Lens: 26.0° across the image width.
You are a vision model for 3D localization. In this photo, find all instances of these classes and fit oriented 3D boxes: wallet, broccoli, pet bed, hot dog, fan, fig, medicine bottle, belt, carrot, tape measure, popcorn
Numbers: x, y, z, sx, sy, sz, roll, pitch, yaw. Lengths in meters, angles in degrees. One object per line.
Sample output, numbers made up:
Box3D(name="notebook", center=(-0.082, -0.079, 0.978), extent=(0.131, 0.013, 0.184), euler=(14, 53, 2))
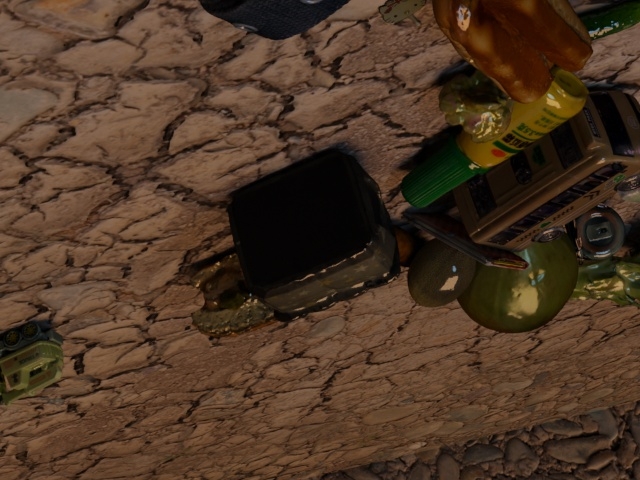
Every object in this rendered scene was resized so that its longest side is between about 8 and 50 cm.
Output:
Box3D(name="wallet", center=(0.223, -0.002, 2.143), extent=(0.103, 0.196, 0.020), euler=(5, 108, -41))
Box3D(name="broccoli", center=(0.536, 0.067, 2.544), extent=(0.362, 0.221, 0.252), euler=(-8, -168, -23))
Box3D(name="pet bed", center=(0.000, 0.000, 1.942), extent=(0.211, 0.183, 0.159), euler=(-23, 155, 14))
Box3D(name="hot dog", center=(0.217, -0.259, 1.615), extent=(0.135, 0.100, 0.337), euler=(-34, 155, 18))
Box3D(name="fan", center=(0.103, -0.267, 1.626), extent=(0.056, 0.004, 0.083), euler=(-27, 156, 18))
Box3D(name="fig", center=(0.328, 0.042, 2.275), extent=(0.207, 0.207, 0.230), euler=(-4, 145, -32))
Box3D(name="medicine bottle", center=(0.232, -0.140, 1.936), extent=(0.111, 0.076, 0.309), euler=(7, 148, -45))
Box3D(name="belt", center=(-0.032, -0.285, 1.326), extent=(0.218, 0.122, 0.128), euler=(-30, 152, 30))
Box3D(name="carrot", center=(0.122, 0.013, 2.228), extent=(0.066, 0.066, 0.314), euler=(-27, 157, 20))
Box3D(name="tape measure", center=(0.465, -0.030, 2.335), extent=(0.107, 0.104, 0.180), euler=(-15, 159, 1))
Box3D(name="popcorn", center=(0.212, -0.179, 1.805), extent=(0.089, 0.096, 0.109), euler=(-32, 169, 37))

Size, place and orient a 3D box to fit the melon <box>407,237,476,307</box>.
Box3D(name="melon", center=(0.191, 0.050, 2.207), extent=(0.098, 0.098, 0.130), euler=(7, 132, -46))

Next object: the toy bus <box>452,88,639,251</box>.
Box3D(name="toy bus", center=(0.339, -0.103, 2.028), extent=(0.157, 0.139, 0.289), euler=(5, 150, -45))

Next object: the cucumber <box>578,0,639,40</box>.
Box3D(name="cucumber", center=(0.346, -0.272, 1.763), extent=(0.155, 0.037, 0.037), euler=(-18, 158, -1))

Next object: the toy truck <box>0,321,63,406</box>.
Box3D(name="toy truck", center=(-0.477, 0.199, 2.152), extent=(0.169, 0.100, 0.077), euler=(-22, 156, 7))

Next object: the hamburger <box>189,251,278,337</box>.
Box3D(name="hamburger", center=(-0.071, 0.073, 2.125), extent=(0.262, 0.124, 0.131), euler=(-17, 166, 14))

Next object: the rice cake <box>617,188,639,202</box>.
Box3D(name="rice cake", center=(0.608, -0.088, 2.384), extent=(0.081, 0.051, 0.290), euler=(-25, 160, 39))
